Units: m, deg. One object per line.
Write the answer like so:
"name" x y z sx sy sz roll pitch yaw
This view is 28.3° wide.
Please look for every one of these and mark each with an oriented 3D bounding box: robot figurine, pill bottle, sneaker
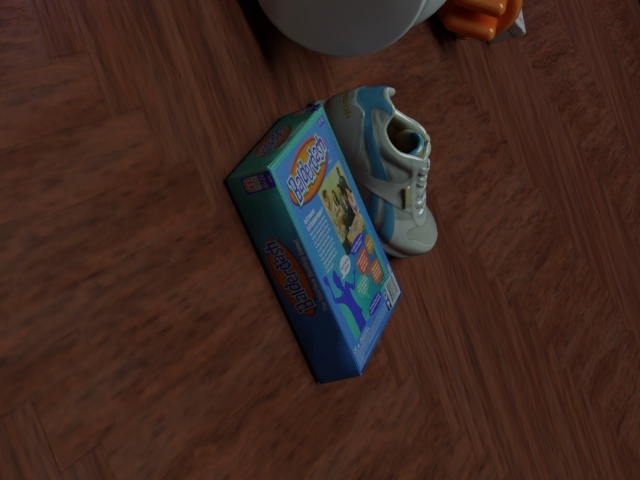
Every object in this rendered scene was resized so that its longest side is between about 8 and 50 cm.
"robot figurine" 0.223 -0.368 1.756 0.158 0.128 0.219 60 29 -35
"pill bottle" 0.060 -0.333 1.293 0.210 0.210 0.363 65 26 -21
"sneaker" 0.077 -0.065 1.311 0.229 0.092 0.087 53 30 -41

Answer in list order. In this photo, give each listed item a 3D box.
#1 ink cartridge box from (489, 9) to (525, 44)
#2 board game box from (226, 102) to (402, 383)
"ink cartridge box" 0.256 -0.389 1.923 0.109 0.063 0.150 30 50 -58
"board game box" 0.000 0.000 1.161 0.210 0.047 0.160 67 26 -18
